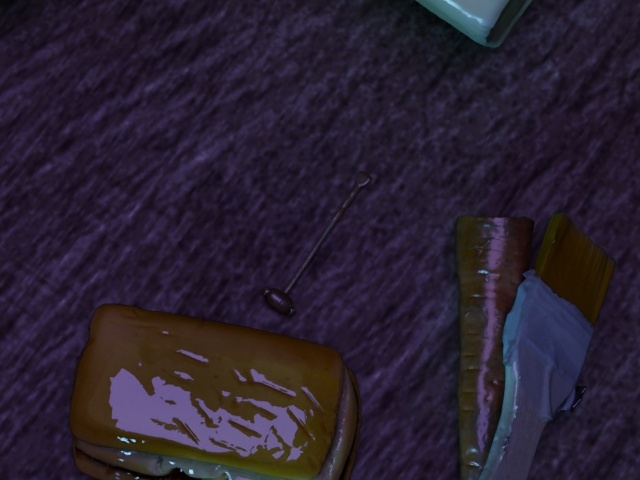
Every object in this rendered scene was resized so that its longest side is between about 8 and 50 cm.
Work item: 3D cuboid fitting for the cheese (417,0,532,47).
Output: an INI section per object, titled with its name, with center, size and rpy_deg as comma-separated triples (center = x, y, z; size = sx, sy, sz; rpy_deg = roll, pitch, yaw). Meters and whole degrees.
[cheese]
center = 0.085, -0.309, 1.150
size = 0.265, 0.124, 0.242
rpy_deg = 37, 91, 8

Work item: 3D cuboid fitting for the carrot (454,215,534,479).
[carrot]
center = 0.114, 0.091, 1.123
size = 0.057, 0.057, 0.224
rpy_deg = 6, 79, -3

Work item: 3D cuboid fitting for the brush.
[brush]
center = 0.129, 0.138, 1.083
size = 0.085, 0.020, 0.337
rpy_deg = 40, 60, -32

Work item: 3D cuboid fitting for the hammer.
[hammer]
center = 0.000, 0.000, 1.155
size = 0.029, 0.014, 0.123
rpy_deg = 36, 74, -4

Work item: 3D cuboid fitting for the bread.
[bread]
center = -0.071, 0.116, 1.093
size = 0.200, 0.077, 0.116
rpy_deg = 12, 68, -2
